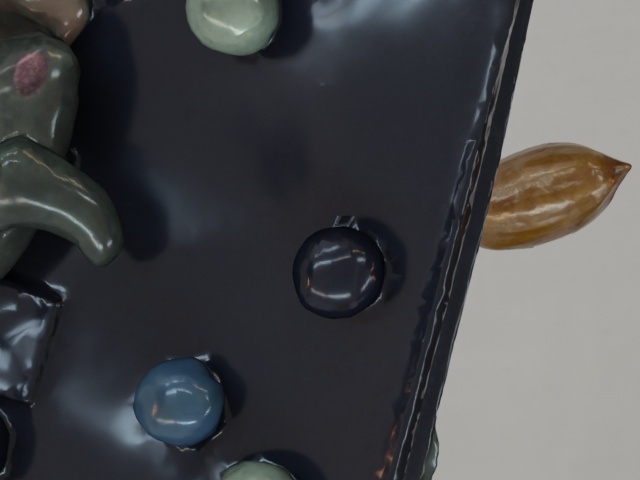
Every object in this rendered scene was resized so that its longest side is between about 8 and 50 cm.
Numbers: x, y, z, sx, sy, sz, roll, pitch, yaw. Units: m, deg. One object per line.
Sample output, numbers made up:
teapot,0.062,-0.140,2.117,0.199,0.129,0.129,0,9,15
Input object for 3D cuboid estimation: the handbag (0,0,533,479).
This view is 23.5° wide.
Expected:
handbag,-0.070,-0.029,0.601,0.269,0.118,0.326,14,98,12

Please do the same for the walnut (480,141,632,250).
walnut,0.244,-0.051,1.700,0.207,0.116,0.116,-20,110,19
